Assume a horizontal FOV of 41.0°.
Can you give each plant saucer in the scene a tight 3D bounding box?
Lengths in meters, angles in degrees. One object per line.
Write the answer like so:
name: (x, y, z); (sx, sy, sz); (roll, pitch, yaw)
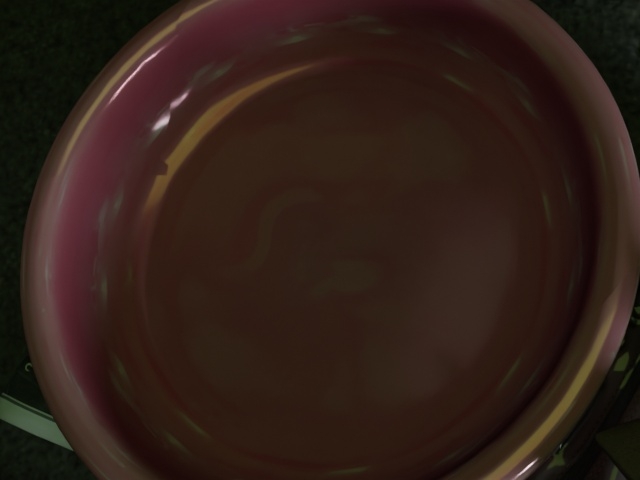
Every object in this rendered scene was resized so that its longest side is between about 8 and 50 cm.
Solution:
plant saucer: (0.000, 0.000, 0.471); (0.332, 0.084, 0.332); (-6, 70, 16)

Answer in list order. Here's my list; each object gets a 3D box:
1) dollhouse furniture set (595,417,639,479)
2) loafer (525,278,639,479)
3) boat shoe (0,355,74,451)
dollhouse furniture set: (0.261, 0.173, 0.381); (0.259, 0.135, 0.262); (-18, 102, 0)
loafer: (0.154, 0.065, 0.450); (0.095, 0.109, 0.303); (21, 83, 16)
boat shoe: (-0.125, 0.107, 0.502); (0.142, 0.049, 0.040); (17, 79, 13)
